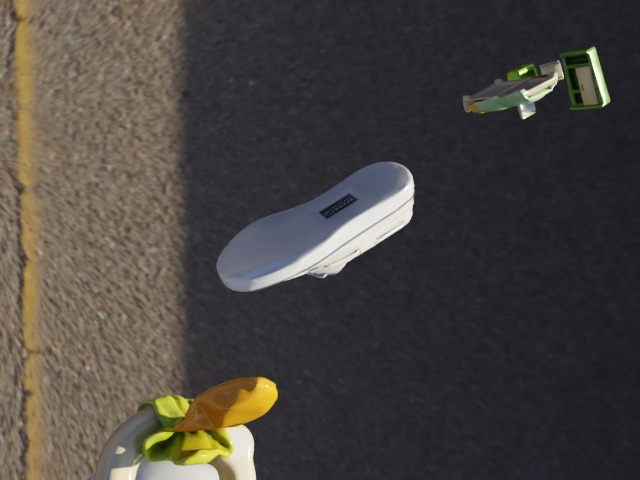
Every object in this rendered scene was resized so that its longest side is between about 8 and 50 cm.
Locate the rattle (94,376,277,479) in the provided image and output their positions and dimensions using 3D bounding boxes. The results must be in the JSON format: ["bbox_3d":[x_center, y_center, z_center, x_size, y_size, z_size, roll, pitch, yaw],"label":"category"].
[{"bbox_3d":[-0.087,0.205,0.844,0.130,0.142,0.200,42,55,-38],"label":"rattle"}]

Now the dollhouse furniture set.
[{"bbox_3d":[0.207,-0.132,1.151,0.151,0.076,0.059,-30,109,-39],"label":"dollhouse furniture set"}]

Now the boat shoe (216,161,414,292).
[{"bbox_3d":[0.000,0.000,1.483,0.267,0.096,0.088,-33,137,-21],"label":"boat shoe"}]

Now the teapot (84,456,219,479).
[{"bbox_3d":[-0.129,0.305,1.065,0.252,0.187,0.256,31,66,-20],"label":"teapot"}]
